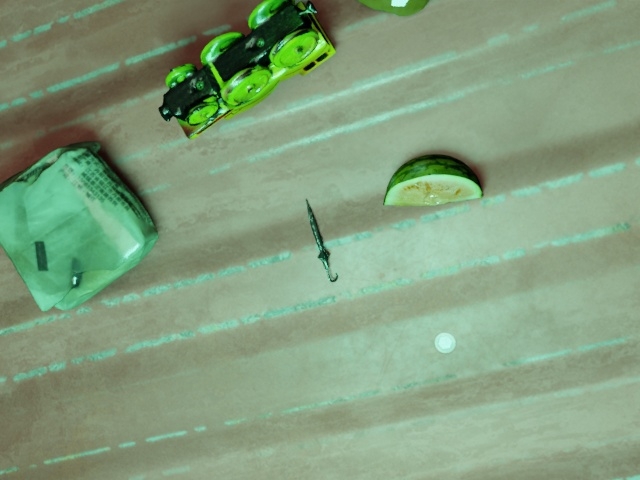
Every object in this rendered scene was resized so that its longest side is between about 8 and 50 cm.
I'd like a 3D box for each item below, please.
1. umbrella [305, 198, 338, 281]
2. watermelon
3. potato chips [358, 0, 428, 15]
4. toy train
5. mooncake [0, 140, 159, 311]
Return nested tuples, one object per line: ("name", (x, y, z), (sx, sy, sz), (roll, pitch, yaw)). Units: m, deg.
("umbrella", (-0.004, 0.002, 1.336), (0.022, 0.022, 0.149), (-23, 92, -27))
("watermelon", (0.177, -0.107, 1.268), (0.163, 0.087, 0.069), (-3, 59, 11))
("potato chips", (0.100, -0.442, 1.240), (0.201, 0.049, 0.150), (37, 109, 0))
("toy train", (-0.119, -0.271, 1.258), (0.296, 0.160, 0.101), (-32, 80, 13))
("mooncake", (-0.429, -0.031, 1.372), (0.250, 0.136, 0.255), (-30, 94, 17))
